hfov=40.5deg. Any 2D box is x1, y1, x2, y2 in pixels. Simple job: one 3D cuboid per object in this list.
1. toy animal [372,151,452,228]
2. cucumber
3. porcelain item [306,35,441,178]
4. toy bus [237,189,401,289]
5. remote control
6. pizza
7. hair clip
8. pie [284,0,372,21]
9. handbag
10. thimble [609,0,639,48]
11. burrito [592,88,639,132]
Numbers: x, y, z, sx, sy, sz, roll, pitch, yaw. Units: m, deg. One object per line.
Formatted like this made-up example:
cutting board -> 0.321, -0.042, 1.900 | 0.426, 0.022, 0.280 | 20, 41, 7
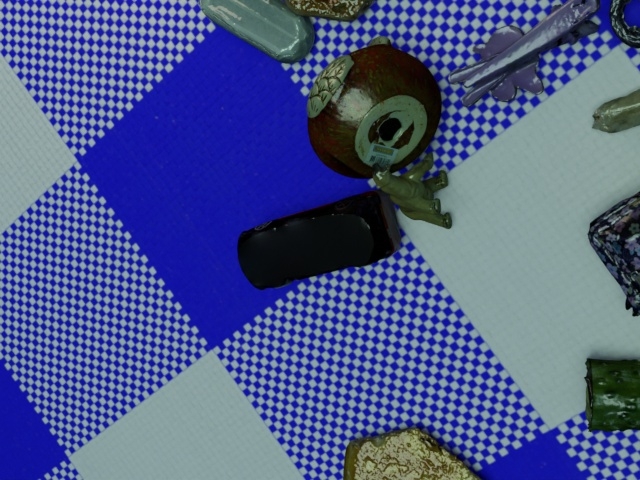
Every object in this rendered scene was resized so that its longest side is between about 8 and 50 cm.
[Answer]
toy animal -> 0.164, -0.085, 1.527 | 0.101, 0.219, 0.103 | -3, 78, 19
cucumber -> 0.575, 0.272, 1.485 | 0.245, 0.134, 0.134 | 0, 101, 11
porcelain item -> 0.080, -0.239, 1.538 | 0.253, 0.253, 0.252 | 4, 102, 20
toy bus -> 0.000, 0.000, 1.627 | 0.303, 0.147, 0.127 | -16, 95, 25
remote control -> -0.122, -0.422, 1.642 | 0.247, 0.052, 0.104 | 32, 106, 14
pizza -> 0.183, 0.460, 1.695 | 0.297, 0.071, 0.189 | -10, 85, 19
hair clip -> 0.356, -0.318, 1.465 | 0.278, 0.090, 0.137 | -33, 84, 27
pie -> 0.016, -0.488, 1.566 | 0.195, 0.046, 0.195 | 0, 90, 14
handbag -> 0.572, 0.010, 1.424 | 0.229, 0.127, 0.207 | -35, 87, 16
thimble -> 0.516, -0.365, 1.401 | 0.104, 0.066, 0.095 | 48, 111, 9
burrito -> 0.539, -0.225, 1.431 | 0.188, 0.045, 0.058 | -19, 87, 25
